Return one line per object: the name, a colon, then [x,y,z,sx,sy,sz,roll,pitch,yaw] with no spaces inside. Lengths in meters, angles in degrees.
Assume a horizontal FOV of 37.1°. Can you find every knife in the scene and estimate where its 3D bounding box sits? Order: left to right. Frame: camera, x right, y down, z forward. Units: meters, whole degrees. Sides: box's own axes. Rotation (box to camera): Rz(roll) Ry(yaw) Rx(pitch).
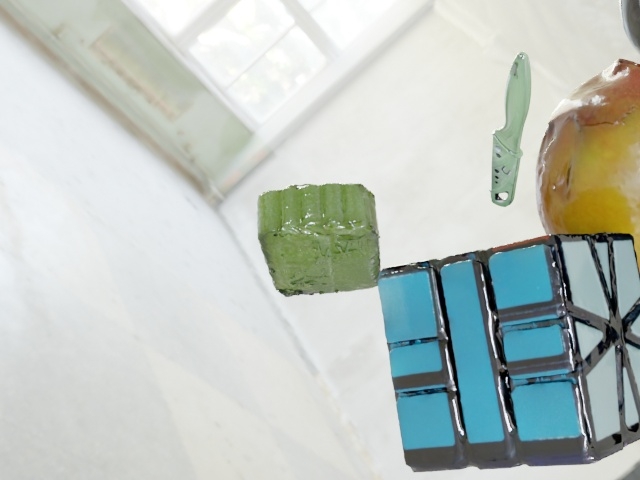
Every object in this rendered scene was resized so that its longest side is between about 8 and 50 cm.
knife: [0.217,-0.121,1.102,0.043,0.020,0.293,34,-21,24]

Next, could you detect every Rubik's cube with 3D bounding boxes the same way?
Rubik's cube: [0.274,0.148,1.300,0.293,0.283,0.288,2,79,-50]

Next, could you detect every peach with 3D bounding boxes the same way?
peach: [0.509,-0.100,1.493,0.372,0.373,0.290,46,26,-23]

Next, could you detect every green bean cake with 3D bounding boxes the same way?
green bean cake: [0.000,0.000,1.587,0.214,0.200,0.113,82,6,-56]

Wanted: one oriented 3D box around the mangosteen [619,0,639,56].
mangosteen: [0.673,-0.422,1.668,0.297,0.297,0.313,50,21,19]
